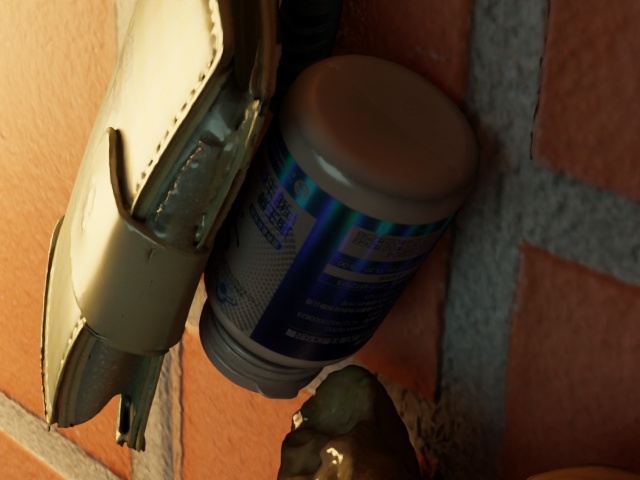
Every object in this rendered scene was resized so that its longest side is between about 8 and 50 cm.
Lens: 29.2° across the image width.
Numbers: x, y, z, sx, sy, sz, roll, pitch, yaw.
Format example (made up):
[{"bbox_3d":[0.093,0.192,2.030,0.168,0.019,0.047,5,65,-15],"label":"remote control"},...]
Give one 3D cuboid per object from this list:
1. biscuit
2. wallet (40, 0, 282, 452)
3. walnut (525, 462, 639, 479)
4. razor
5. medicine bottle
[{"bbox_3d":[0.028,0.207,0.651,0.091,0.274,0.213,-16,120,11],"label":"biscuit"},{"bbox_3d":[-0.095,-0.046,0.711,0.223,0.077,0.309,-93,23,-44],"label":"wallet"},{"bbox_3d":[0.144,0.205,0.573,0.206,0.159,0.159,57,138,4],"label":"walnut"},{"bbox_3d":[0.007,-0.174,0.637,0.082,0.042,0.253,40,133,26],"label":"razor"},{"bbox_3d":[0.000,0.000,0.670,0.107,0.107,0.191,49,136,19],"label":"medicine bottle"}]
